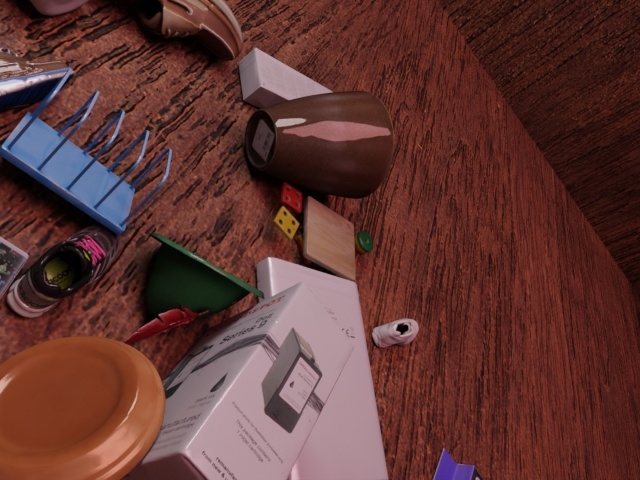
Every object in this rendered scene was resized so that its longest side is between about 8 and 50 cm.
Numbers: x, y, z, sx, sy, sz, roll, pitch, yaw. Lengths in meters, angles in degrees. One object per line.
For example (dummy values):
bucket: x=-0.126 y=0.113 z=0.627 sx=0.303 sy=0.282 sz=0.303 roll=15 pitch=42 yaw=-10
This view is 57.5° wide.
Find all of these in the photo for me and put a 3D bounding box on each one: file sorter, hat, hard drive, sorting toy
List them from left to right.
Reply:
file sorter: x=-0.288 y=-0.115 z=0.745 sx=0.170 sy=0.104 sz=0.118 roll=40 pitch=19 yaw=-29
hat: x=-0.204 y=0.105 z=0.789 sx=0.208 sy=0.173 sz=0.184 roll=36 pitch=78 yaw=-39
sorting toy: x=0.000 y=0.000 z=1.114 sx=0.274 sy=0.046 sz=0.132 roll=30 pitch=46 yaw=-38
hard drive: x=0.002 y=0.219 z=0.973 sx=0.233 sy=0.047 sz=0.353 roll=20 pitch=52 yaw=-44

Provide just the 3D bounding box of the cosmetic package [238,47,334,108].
cosmetic package: x=-0.061 y=-0.302 z=1.224 sx=0.239 sy=0.060 sz=0.099 roll=17 pitch=53 yaw=-45

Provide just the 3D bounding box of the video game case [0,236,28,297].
video game case: x=-0.423 y=0.026 z=0.585 sx=0.190 sy=0.022 sz=0.173 roll=41 pitch=41 yaw=-26

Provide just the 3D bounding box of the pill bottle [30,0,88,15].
pill bottle: x=-0.413 y=-0.450 z=0.815 sx=0.229 sy=0.131 sz=0.131 roll=54 pitch=36 yaw=-12

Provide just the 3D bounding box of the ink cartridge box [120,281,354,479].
ink cartridge box: x=-0.112 y=0.202 z=0.699 sx=0.121 sy=0.211 sz=0.289 roll=53 pitch=35 yaw=-12

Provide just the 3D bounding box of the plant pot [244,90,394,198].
plant pot: x=-0.017 y=-0.185 z=1.103 sx=0.230 sy=0.215 sz=0.215 roll=-4 pitch=70 yaw=-39

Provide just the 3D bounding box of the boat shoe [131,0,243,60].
boat shoe: x=-0.266 y=-0.409 z=1.010 sx=0.324 sy=0.123 sz=0.116 roll=35 pitch=76 yaw=-46

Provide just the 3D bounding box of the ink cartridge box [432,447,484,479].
ink cartridge box: x=0.280 y=0.542 z=1.114 sx=0.208 sy=0.045 sz=0.206 roll=54 pitch=36 yaw=-9

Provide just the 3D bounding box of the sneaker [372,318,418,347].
sneaker: x=0.170 y=0.187 z=1.195 sx=0.152 sy=0.061 sz=0.054 roll=-3 pitch=68 yaw=-54

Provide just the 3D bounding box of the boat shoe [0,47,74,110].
boat shoe: x=-0.395 y=-0.207 z=0.734 sx=0.066 sy=0.066 sz=0.183 roll=55 pitch=36 yaw=-8

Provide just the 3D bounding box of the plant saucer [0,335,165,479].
plant saucer: x=-0.257 y=0.164 z=0.575 sx=0.200 sy=0.200 sz=0.037 roll=-60 pitch=158 yaw=-50

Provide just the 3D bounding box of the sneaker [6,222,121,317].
sneaker: x=-0.292 y=0.025 z=0.703 sx=0.063 sy=0.074 sz=0.170 roll=54 pitch=36 yaw=-12
